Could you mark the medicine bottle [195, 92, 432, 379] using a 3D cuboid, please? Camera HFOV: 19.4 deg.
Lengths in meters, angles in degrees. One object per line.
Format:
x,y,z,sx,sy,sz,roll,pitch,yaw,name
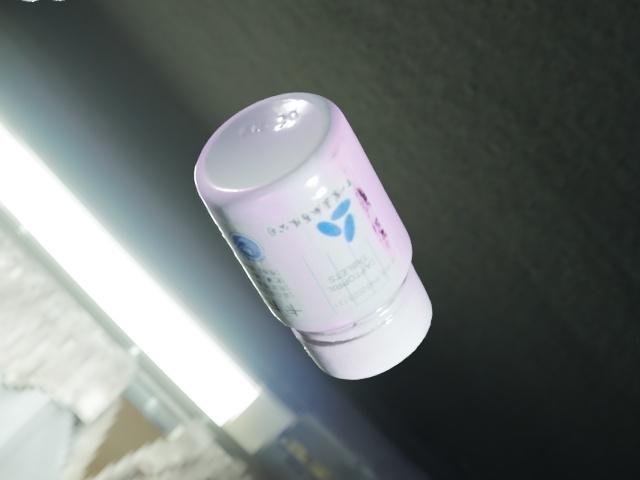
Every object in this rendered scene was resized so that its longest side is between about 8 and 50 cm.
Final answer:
0.000,0.000,1.724,0.152,0.152,0.254,17,-34,45,medicine bottle
